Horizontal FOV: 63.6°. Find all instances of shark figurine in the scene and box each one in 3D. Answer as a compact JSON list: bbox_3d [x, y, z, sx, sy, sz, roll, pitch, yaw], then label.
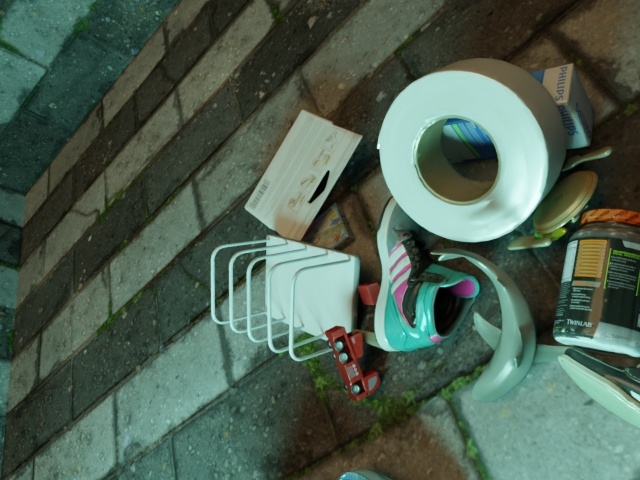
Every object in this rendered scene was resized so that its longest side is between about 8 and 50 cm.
[{"bbox_3d":[0.268,0.124,0.754,0.166,0.116,0.279,-12,103,27],"label":"shark figurine"}]

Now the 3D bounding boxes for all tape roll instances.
[{"bbox_3d":[0.239,-0.145,0.846,0.286,0.100,0.287,23,129,30],"label":"tape roll"}]

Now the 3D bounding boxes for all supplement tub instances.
[{"bbox_3d":[0.403,0.059,0.725,0.116,0.117,0.191,6,75,44],"label":"supplement tub"}]

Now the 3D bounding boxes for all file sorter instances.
[{"bbox_3d":[-0.080,0.111,1.065,0.277,0.173,0.193,13,105,44],"label":"file sorter"}]

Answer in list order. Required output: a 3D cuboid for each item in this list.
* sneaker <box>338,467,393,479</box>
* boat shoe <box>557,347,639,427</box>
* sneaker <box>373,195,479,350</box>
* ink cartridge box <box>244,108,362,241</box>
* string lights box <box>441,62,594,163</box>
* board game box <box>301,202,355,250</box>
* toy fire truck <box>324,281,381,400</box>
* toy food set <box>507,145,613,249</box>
[{"bbox_3d":[0.137,0.444,0.825,0.228,0.092,0.088,31,91,26],"label":"sneaker"},{"bbox_3d":[0.430,0.202,0.676,0.079,0.084,0.233,-46,39,-14],"label":"boat shoe"},{"bbox_3d":[0.190,0.050,0.916,0.178,0.123,0.296,-8,74,46],"label":"sneaker"},{"bbox_3d":[-0.034,-0.149,1.253,0.261,0.066,0.297,37,97,46],"label":"ink cartridge box"},{"bbox_3d":[0.321,-0.211,0.907,0.259,0.133,0.077,-1,66,42],"label":"string lights box"},{"bbox_3d":[0.000,0.000,1.186,0.154,0.026,0.104,-39,50,24],"label":"board game box"},{"bbox_3d":[0.083,0.189,0.977,0.192,0.135,0.047,69,160,-2],"label":"toy fire truck"},{"bbox_3d":[0.386,-0.055,0.810,0.192,0.038,0.132,-54,4,-6],"label":"toy food set"}]
